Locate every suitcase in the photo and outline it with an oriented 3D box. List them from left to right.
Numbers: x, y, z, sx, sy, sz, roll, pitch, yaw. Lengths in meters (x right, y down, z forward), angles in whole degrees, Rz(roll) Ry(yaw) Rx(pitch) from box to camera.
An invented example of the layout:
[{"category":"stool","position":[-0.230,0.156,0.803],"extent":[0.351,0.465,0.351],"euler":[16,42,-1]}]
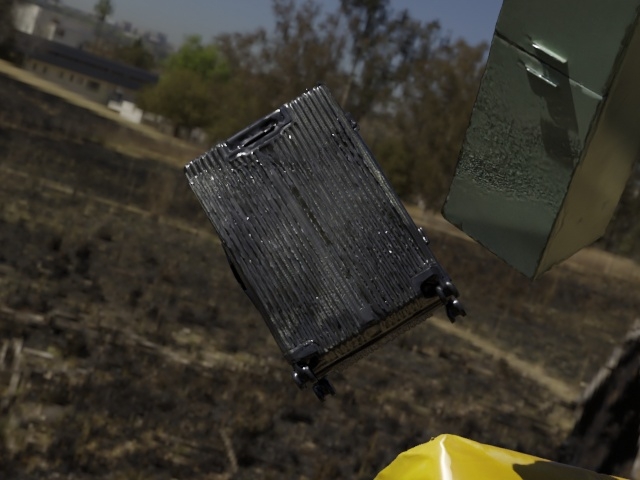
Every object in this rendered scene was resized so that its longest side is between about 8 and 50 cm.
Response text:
[{"category":"suitcase","position":[0.000,0.000,1.331],"extent":[0.335,0.230,0.152],"euler":[59,2,18]}]

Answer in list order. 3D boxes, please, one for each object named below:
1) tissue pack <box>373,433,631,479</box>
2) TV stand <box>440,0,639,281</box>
[{"category":"tissue pack","position":[0.169,0.363,0.737],"extent":[0.293,0.228,0.381],"euler":[17,44,-21]},{"category":"TV stand","position":[0.153,-0.110,0.603],"extent":[0.083,0.269,0.088],"euler":[37,44,28]}]
